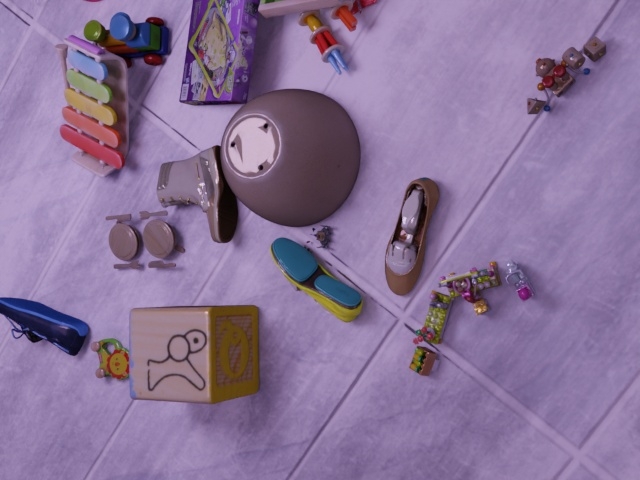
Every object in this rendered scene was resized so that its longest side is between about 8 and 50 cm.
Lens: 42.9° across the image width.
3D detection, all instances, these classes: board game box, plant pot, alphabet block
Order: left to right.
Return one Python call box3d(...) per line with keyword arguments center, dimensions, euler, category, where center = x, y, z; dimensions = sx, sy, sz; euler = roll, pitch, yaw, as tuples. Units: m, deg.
box3d(center=(-0.256, 0.227, 1.666), dimensions=(0.197, 0.193, 0.192), euler=(-2, 88, 25), category="alphabet block")
box3d(center=(-0.206, -0.459, 1.710), dimensions=(0.208, 0.056, 0.347), euler=(11, 93, 54), category="board game box")
box3d(center=(-0.088, -0.172, 1.604), dimensions=(0.284, 0.191, 0.284), euler=(-1, 88, 26), category="plant pot")

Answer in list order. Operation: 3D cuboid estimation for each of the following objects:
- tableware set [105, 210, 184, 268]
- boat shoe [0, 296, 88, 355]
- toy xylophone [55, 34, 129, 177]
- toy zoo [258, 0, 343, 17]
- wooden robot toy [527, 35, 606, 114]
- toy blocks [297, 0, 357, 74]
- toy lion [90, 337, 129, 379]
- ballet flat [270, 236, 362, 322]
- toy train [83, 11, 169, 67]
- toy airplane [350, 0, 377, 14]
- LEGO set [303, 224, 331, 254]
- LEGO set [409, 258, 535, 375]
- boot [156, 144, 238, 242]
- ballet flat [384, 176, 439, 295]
box3d(center=(-0.396, -0.003, 1.829), dimensions=(0.194, 0.039, 0.128), euler=(-3, 98, 31), category="tableware set")
box3d(center=(-0.672, 0.203, 1.915), dimensions=(0.258, 0.109, 0.089), euler=(18, 99, 27), category="boat shoe")
box3d(center=(-0.521, -0.309, 1.824), dimensions=(0.236, 0.081, 0.323), euler=(21, 127, 29), category="toy xylophone")
box3d(center=(-0.011, -0.590, 1.625), dimensions=(0.192, 0.030, 0.293), euler=(3, 72, 35), category="toy zoo")
box3d(center=(0.413, -0.305, 1.439), dimensions=(0.173, 0.076, 0.079), euler=(-45, 60, 17), category="wooden robot toy")
box3d(center=(0.031, -0.418, 1.619), dimensions=(0.123, 0.054, 0.148), euler=(-44, 70, 37), category="toy blocks")
box3d(center=(-0.470, 0.270, 1.858), dimensions=(0.096, 0.034, 0.100), euler=(-17, 80, 17), category="toy lion")
box3d(center=(-0.015, 0.086, 1.625), dimensions=(0.231, 0.077, 0.077), euler=(36, 144, 20), category="ballet flat")
box3d(center=(-0.478, -0.453, 1.828), dimensions=(0.248, 0.143, 0.105), euler=(1, 88, 25), category="toy train")
box3d(center=(0.072, -0.522, 1.629), dimensions=(0.151, 0.028, 0.151), euler=(0, 90, 36), category="toy airplane")
box3d(center=(-0.002, -0.001, 1.651), dimensions=(0.083, 0.023, 0.054), euler=(-30, 73, 35), category="LEGO set")
box3d(center=(0.240, 0.127, 1.479), dimensions=(0.287, 0.107, 0.132), euler=(-41, 72, 18), category="LEGO set")
box3d(center=(-0.268, -0.085, 1.749), dimensions=(0.165, 0.077, 0.213), euler=(-13, 77, 24), category="boot")
box3d(center=(0.162, -0.009, 1.541), dimensions=(0.080, 0.073, 0.232), euler=(15, 95, 26), category="ballet flat")
